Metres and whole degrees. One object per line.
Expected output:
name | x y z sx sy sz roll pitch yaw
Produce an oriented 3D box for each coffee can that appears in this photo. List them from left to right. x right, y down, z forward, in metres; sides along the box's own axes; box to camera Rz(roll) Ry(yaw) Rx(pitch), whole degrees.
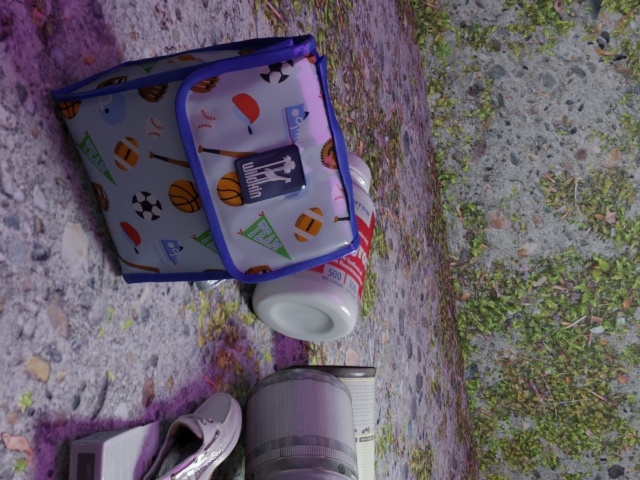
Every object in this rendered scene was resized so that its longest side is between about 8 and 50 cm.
coffee can | 0.028 0.431 1.609 0.201 0.201 0.275 21 68 -65

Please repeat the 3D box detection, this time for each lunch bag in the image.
lunch bag | -0.149 -0.116 1.026 0.239 0.385 0.328 -56 138 -55

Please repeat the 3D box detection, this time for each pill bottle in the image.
pill bottle | 0.000 0.000 1.562 0.229 0.229 0.408 59 36 -48

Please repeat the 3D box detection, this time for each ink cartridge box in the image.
ink cartridge box | -0.307 0.380 1.048 0.232 0.066 0.189 72 18 -83

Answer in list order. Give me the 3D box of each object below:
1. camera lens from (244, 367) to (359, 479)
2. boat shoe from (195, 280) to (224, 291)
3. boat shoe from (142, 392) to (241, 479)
camera lens | -0.039 0.408 1.367 0.274 0.219 0.219 -95 164 -44
boat shoe | -0.178 0.028 1.347 0.227 0.079 0.081 -41 131 -54
boat shoe | -0.213 0.337 1.175 0.277 0.098 0.096 -63 140 -60
